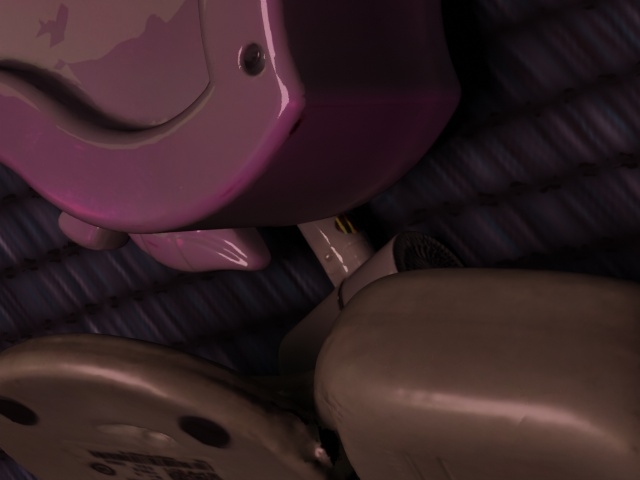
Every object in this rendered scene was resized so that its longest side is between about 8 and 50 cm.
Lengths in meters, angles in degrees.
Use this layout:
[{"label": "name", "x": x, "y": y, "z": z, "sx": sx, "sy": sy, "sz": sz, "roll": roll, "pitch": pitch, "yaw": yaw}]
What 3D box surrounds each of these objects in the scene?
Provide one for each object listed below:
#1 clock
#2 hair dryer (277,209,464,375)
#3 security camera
[{"label": "clock", "x": -0.092, "y": -0.147, "z": 0.615, "sx": 0.339, "sy": 0.102, "sz": 0.338, "roll": 6, "pitch": 99, "yaw": 39}, {"label": "hair dryer", "x": 0.000, "y": 0.000, "z": 0.646, "sx": 0.082, "sy": 0.047, "sz": 0.137, "roll": -42, "pitch": 71, "yaw": 35}, {"label": "security camera", "x": 0.009, "y": 0.068, "z": 0.583, "sx": 0.302, "sy": 0.080, "sz": 0.157, "roll": 0, "pitch": 145, "yaw": 25}]
